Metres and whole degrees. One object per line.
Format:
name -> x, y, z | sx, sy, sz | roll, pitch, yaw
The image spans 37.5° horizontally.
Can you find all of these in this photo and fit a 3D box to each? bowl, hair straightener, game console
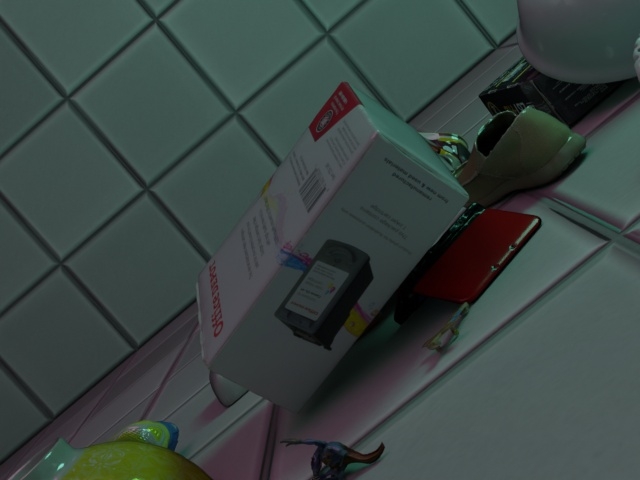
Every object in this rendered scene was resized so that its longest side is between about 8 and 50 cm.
bowl -> 0.373, -0.355, 1.211 | 0.298, 0.134, 0.298 | -20, 46, 22
hair straightener -> 0.235, -0.124, 1.466 | 0.089, 0.047, 0.230 | -40, 7, 9
bowl -> -0.112, 0.178, 1.412 | 0.142, 0.053, 0.142 | -41, 5, -10
game console -> 0.156, 0.034, 1.012 | 0.144, 0.085, 0.124 | -43, -24, -28
bowl -> -0.269, 0.305, 1.001 | 0.289, 0.156, 0.289 | -40, 7, 6

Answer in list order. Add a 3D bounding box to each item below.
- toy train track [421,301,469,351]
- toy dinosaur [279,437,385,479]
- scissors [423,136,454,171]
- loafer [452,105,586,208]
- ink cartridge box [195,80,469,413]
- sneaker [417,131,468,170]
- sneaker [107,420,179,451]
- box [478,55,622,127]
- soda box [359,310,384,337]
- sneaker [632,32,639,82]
toy train track -> 0.123, 0.083, 0.883 | 0.048, 0.014, 0.083 | -45, -3, 38
toy dinosaur -> 0.012, 0.187, 0.791 | 0.090, 0.047, 0.082 | -7, 0, 5
scissors -> 0.180, -0.140, 1.490 | 0.021, 0.109, 0.297 | -64, 27, 10
loafer -> 0.233, -0.112, 1.197 | 0.102, 0.092, 0.268 | -43, 7, -20
ink cartridge box -> 0.000, 0.000, 1.046 | 0.306, 0.131, 0.226 | -54, 21, 15
sneaker -> 0.162, -0.144, 1.652 | 0.185, 0.069, 0.084 | -2, 44, 28
sneaker -> -0.282, 0.332, 1.309 | 0.240, 0.091, 0.126 | -39, -12, 18
box -> 0.442, -0.323, 1.414 | 0.395, 0.097, 0.318 | -41, 5, 0
soda box -> 0.032, 0.077, 1.212 | 0.058, 0.063, 0.183 | -40, 6, 1
sneaker -> 0.392, -0.200, 0.921 | 0.104, 0.095, 0.236 | -20, 19, 51
